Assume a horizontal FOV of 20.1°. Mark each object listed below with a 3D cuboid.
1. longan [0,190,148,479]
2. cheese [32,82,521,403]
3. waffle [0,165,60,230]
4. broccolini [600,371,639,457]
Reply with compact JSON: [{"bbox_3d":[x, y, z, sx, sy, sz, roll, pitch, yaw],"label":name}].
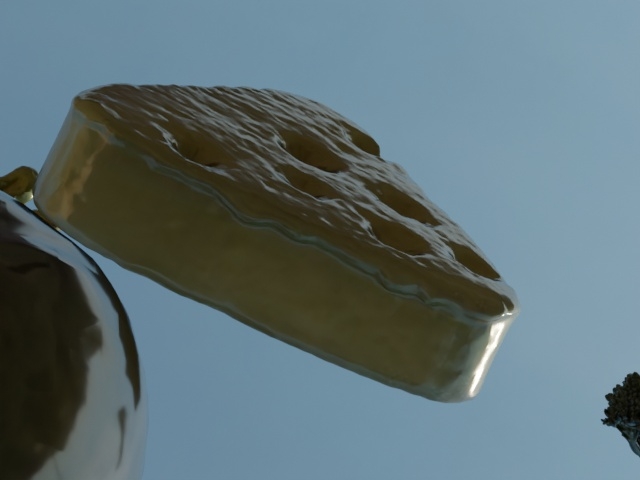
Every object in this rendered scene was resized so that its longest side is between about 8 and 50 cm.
[{"bbox_3d":[-0.270,0.107,1.037,0.361,0.361,0.361,12,-144,-9],"label":"longan"},{"bbox_3d":[0.000,0.000,1.442,0.384,0.104,0.384,24,-162,-8],"label":"cheese"},{"bbox_3d":[-0.318,0.082,1.527,0.282,0.300,0.058,-11,-144,-35],"label":"waffle"},{"bbox_3d":[0.274,0.188,1.441,0.067,0.216,0.058,-37,-140,-15],"label":"broccolini"}]
